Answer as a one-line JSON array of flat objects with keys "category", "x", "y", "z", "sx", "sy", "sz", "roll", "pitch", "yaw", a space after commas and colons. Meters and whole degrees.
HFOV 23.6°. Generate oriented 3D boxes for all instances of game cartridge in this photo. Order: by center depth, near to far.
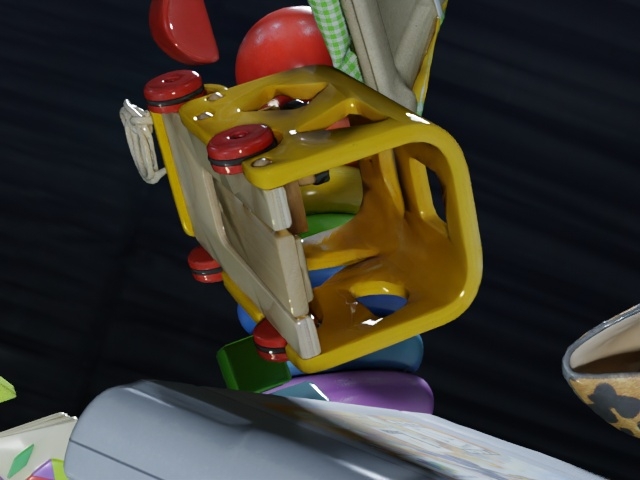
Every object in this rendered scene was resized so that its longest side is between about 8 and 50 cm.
[{"category": "game cartridge", "x": 0.066, "y": 0.113, "z": 0.587, "sx": 0.297, "sy": 0.198, "sz": 0.062, "roll": 18, "pitch": -94, "yaw": -61}]

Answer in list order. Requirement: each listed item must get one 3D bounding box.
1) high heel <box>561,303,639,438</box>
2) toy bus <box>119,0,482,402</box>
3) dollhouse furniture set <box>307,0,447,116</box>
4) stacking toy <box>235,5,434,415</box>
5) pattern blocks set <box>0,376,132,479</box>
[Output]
[{"category": "high heel", "x": 0.241, "y": 0.012, "z": 0.735, "sx": 0.093, "sy": 0.186, "sz": 0.261, "roll": -104, "pitch": 29, "yaw": -43}, {"category": "toy bus", "x": -0.006, "y": -0.026, "z": 0.675, "sx": 0.191, "sy": 0.104, "sz": 0.202, "roll": 106, "pitch": 142, "yaw": -65}, {"category": "dollhouse furniture set", "x": -0.027, "y": -0.229, "z": 0.783, "sx": 0.301, "sy": 0.151, "sz": 0.197, "roll": 70, "pitch": -148, "yaw": -44}, {"category": "stacking toy", "x": 0.000, "y": 0.000, "z": 1.018, "sx": 0.141, "sy": 0.141, "sz": 0.330, "roll": 124, "pitch": 142, "yaw": -74}, {"category": "pattern blocks set", "x": -0.287, "y": 0.236, "z": 1.380, "sx": 0.026, "sy": 0.325, "sz": 0.285, "roll": 50, "pitch": 163, "yaw": 58}]
